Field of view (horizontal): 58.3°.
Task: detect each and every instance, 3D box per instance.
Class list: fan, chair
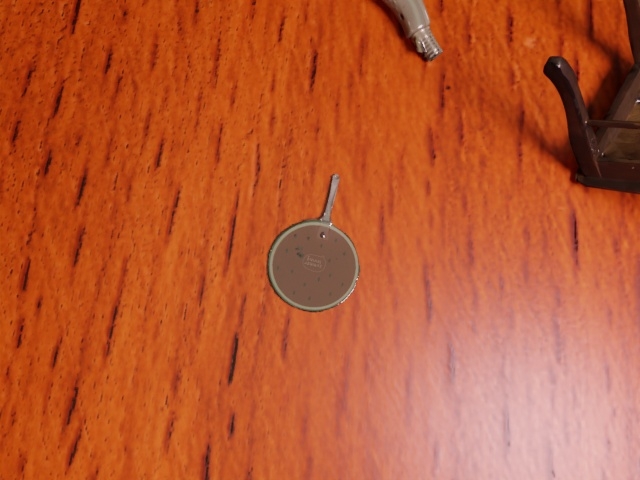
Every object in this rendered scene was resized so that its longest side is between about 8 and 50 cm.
[{"bbox_3d":[0.000,0.000,0.529,0.085,0.005,0.133,15,78,0],"label":"fan"},{"bbox_3d":[0.350,-0.093,0.513,0.186,0.319,0.160,18,70,46],"label":"chair"}]

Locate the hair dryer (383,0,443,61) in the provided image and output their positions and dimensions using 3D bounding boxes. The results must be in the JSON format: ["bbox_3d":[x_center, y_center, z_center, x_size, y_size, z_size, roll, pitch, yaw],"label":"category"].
[{"bbox_3d":[0.077,-0.324,0.578,0.225,0.088,0.218,35,74,-9],"label":"hair dryer"}]
